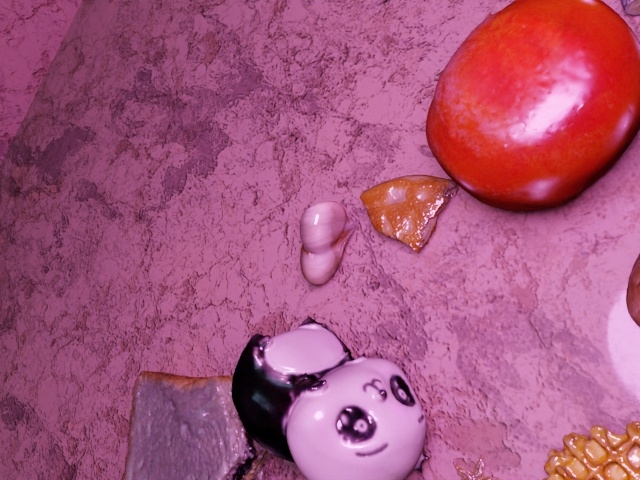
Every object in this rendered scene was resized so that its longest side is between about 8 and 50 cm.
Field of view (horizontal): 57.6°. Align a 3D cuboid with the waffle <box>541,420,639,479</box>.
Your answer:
[{"bbox_3d":[0.416,0.371,0.771,0.253,0.056,0.248,-15,67,28],"label":"waffle"}]

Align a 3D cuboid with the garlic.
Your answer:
[{"bbox_3d":[0.004,0.003,1.135,0.099,0.124,0.174,8,107,21],"label":"garlic"}]

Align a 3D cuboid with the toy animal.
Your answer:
[{"bbox_3d":[0.024,0.286,0.966,0.310,0.251,0.250,34,96,37],"label":"toy animal"}]

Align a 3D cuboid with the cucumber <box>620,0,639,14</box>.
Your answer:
[{"bbox_3d":[0.516,-0.426,0.944,0.064,0.064,0.111,0,76,34],"label":"cucumber"}]

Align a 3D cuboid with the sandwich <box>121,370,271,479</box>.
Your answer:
[{"bbox_3d":[-0.245,0.400,1.168,0.326,0.131,0.262,-6,71,32],"label":"sandwich"}]

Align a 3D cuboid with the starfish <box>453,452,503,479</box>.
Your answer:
[{"bbox_3d":[0.243,0.385,0.912,0.086,0.016,0.092,-51,57,13],"label":"starfish"}]

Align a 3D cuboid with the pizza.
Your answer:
[{"bbox_3d":[0.169,-0.050,1.074,0.182,0.062,0.161,-17,60,24],"label":"pizza"}]

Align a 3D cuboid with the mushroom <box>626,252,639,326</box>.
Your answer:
[{"bbox_3d":[0.514,0.002,0.759,0.285,0.151,0.156,-46,54,14],"label":"mushroom"}]

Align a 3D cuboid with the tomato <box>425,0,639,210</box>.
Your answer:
[{"bbox_3d":[0.322,-0.204,0.883,0.325,0.293,0.290,-47,69,8],"label":"tomato"}]
